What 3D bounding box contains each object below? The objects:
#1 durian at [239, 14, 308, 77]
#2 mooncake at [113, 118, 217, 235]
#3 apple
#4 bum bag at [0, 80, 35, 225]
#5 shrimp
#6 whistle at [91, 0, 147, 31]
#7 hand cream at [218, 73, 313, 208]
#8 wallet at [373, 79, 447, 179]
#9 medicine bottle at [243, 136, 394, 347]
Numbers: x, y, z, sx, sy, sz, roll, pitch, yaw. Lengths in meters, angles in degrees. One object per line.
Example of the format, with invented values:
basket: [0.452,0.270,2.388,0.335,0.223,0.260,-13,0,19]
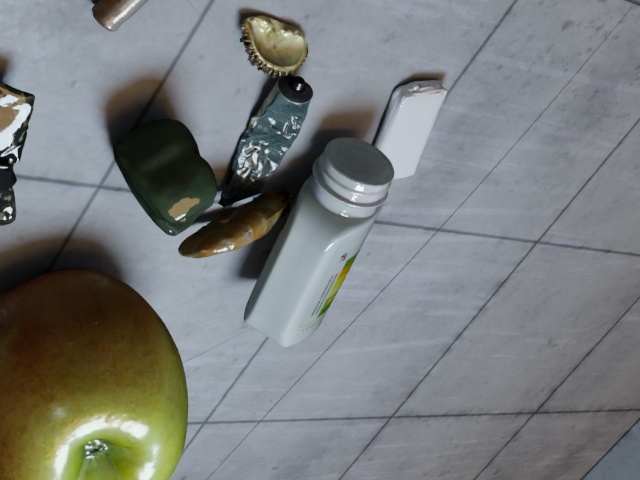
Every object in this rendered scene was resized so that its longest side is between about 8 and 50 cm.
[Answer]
durian: [-0.061,-0.248,1.684,0.130,0.052,0.066,13,122,-47]
mooncake: [-0.192,-0.076,1.687,0.104,0.175,0.168,-28,120,-11]
apple: [-0.346,0.225,1.801,0.338,0.305,0.338,-22,146,-16]
bum bag: [-0.404,-0.103,1.552,0.102,0.069,0.248,16,132,-6]
shrimp: [-0.118,-0.022,1.876,0.133,0.053,0.236,-21,-169,36]
whistle: [-0.174,-0.323,1.489,0.220,0.057,0.107,-40,147,12]
hand cream: [-0.071,-0.135,1.809,0.075,0.052,0.248,2,138,-27]
wallet: [0.128,-0.165,1.969,0.095,0.033,0.190,-15,143,-30]
medicine bottle: [0.000,0.000,1.960,0.179,0.124,0.324,-44,163,-53]
